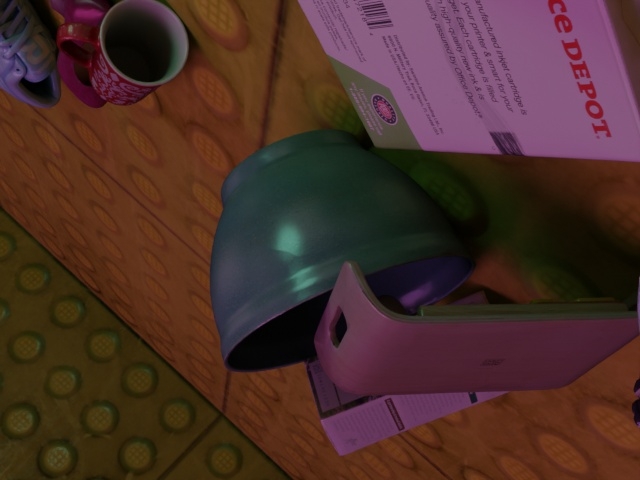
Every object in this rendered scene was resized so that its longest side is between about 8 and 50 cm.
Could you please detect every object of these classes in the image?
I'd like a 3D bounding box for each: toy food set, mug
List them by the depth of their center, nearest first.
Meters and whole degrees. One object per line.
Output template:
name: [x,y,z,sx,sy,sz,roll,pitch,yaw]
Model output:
toy food set: [0.158,0.073,0.794,0.219,0.306,0.092,108,159,-63]
mug: [-0.266,-0.255,1.108,0.150,0.113,0.169,37,163,-17]

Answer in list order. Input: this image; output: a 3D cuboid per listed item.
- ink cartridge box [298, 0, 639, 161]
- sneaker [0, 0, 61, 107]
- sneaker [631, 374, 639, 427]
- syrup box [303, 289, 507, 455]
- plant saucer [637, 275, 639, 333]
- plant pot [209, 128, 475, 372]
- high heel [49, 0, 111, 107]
ink cartridge box: [0.123,-0.172,0.611,0.273,0.115,0.198,11,139,51]
sneaker: [-0.488,-0.340,1.330,0.150,0.135,0.366,33,163,8]
sneaker: [0.394,0.121,0.696,0.110,0.107,0.275,21,157,-18]
syrup box: [0.110,0.159,0.992,0.096,0.237,0.093,67,-177,-45]
plant saucer: [0.374,0.061,0.540,0.318,0.044,0.317,19,120,36]
plant pot: [0.000,0.000,0.931,0.293,0.293,0.196,115,136,-64]
high heel: [-0.330,-0.273,1.228,0.117,0.082,0.244,36,145,24]
